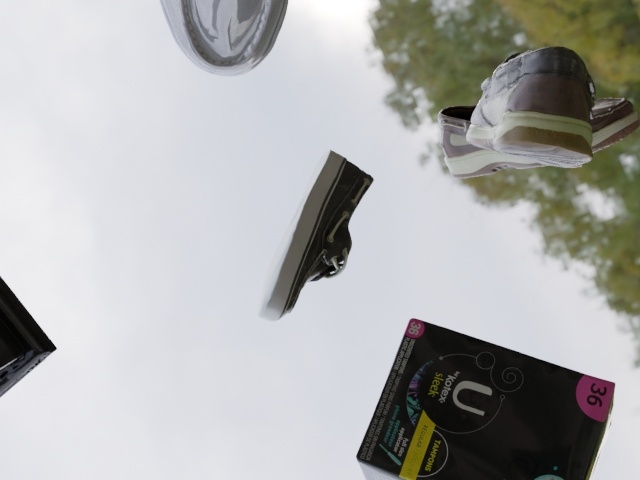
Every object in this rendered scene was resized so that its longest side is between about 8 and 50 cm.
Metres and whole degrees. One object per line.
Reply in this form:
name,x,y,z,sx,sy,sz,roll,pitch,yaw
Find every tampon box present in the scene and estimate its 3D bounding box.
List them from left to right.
tampon box,0.126,0.150,1.098,0.101,0.161,0.120,69,-140,-65

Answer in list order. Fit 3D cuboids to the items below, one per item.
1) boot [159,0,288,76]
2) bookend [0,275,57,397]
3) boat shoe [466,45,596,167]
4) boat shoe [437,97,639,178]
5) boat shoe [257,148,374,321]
boot,-0.062,-0.192,0.881,0.123,0.095,0.258,-86,-2,-54
bookend,-0.285,0.111,0.987,0.072,0.157,0.156,51,-155,1
boat shoe,0.099,-0.060,0.657,0.152,0.056,0.049,-117,40,-85
boat shoe,0.232,-0.135,1.649,0.095,0.257,0.095,-34,-73,-46
boat shoe,0.000,0.000,1.514,0.070,0.078,0.219,29,-125,-7
